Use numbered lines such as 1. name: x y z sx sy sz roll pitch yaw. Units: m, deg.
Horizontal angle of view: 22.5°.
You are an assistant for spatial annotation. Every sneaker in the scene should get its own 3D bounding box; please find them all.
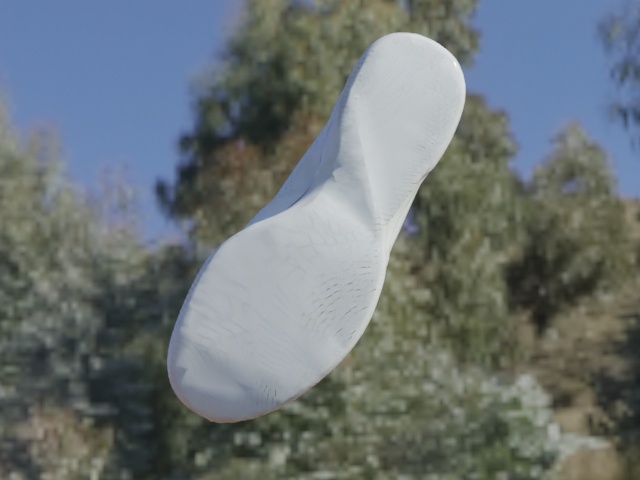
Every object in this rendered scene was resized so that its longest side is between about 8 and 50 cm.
1. sneaker: 0.000 0.000 0.797 0.080 0.212 0.094 35 -10 -2
